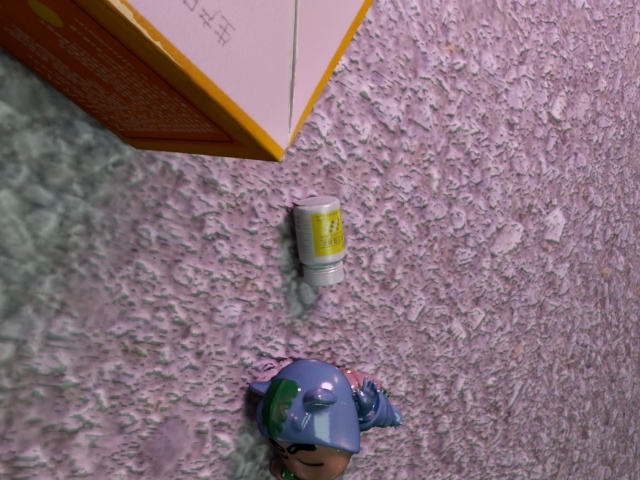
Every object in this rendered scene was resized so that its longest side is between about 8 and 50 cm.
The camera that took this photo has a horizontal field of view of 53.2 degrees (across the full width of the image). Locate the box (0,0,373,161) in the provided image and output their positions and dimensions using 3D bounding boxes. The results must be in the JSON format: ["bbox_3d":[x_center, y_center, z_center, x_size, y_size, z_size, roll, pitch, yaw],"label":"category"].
[{"bbox_3d":[-0.112,-0.232,0.384,0.283,0.214,0.259,41,69,-39],"label":"box"}]

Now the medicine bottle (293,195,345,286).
[{"bbox_3d":[0.000,0.000,0.632,0.047,0.047,0.083,-19,109,-37],"label":"medicine bottle"}]

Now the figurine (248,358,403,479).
[{"bbox_3d":[0.011,0.192,0.649,0.178,0.114,0.144,9,94,-49],"label":"figurine"}]
